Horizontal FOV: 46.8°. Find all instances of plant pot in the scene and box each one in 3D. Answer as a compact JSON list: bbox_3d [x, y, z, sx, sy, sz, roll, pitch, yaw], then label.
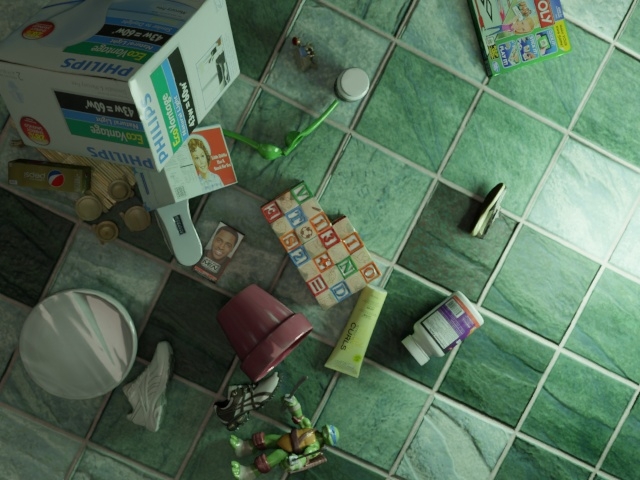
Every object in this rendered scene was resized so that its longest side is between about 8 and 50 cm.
[{"bbox_3d":[-0.147,0.212,1.794,0.201,0.201,0.180,-43,81,1],"label":"plant pot"}]

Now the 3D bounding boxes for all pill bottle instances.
[{"bbox_3d":[0.303,0.224,1.858,0.193,0.108,0.108,-39,97,1],"label":"pill bottle"},{"bbox_3d":[0.075,-0.372,1.766,0.078,0.137,0.078,0,96,-4],"label":"pill bottle"}]

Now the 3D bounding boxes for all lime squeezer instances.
[{"bbox_3d":[-0.095,-0.258,1.818,0.310,0.059,0.110,-14,67,-1],"label":"lime squeezer"}]

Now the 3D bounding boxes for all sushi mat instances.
[{"bbox_3d":[-0.584,-0.224,1.796,0.316,0.019,0.151,43,91,-7],"label":"sushi mat"}]

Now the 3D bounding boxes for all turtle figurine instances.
[{"bbox_3d":[-0.102,0.475,1.812,0.266,0.275,0.198,-22,67,4],"label":"turtle figurine"}]

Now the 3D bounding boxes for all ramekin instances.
[{"bbox_3d":[-0.572,0.239,1.790,0.272,0.127,0.273,0,96,-3],"label":"ramekin"}]

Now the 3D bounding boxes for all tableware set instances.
[{"bbox_3d":[-0.505,-0.069,1.802,0.168,0.020,0.141,-26,114,-4],"label":"tableware set"}]

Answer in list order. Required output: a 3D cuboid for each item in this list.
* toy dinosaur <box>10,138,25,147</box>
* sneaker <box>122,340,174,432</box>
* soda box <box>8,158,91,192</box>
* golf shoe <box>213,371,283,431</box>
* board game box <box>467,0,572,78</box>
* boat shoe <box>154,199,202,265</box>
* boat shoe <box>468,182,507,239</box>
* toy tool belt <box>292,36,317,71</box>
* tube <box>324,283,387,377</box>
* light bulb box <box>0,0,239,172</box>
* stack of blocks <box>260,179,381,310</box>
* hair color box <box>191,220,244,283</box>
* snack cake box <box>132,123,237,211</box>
[{"bbox_3d":[-0.646,-0.264,1.760,0.183,0.053,0.093,-6,110,3],"label":"toy dinosaur"},{"bbox_3d":[-0.431,0.357,1.833,0.115,0.090,0.232,13,94,-2],"label":"sneaker"},{"bbox_3d":[-0.644,-0.154,1.762,0.181,0.061,0.058,7,105,2],"label":"soda box"},{"bbox_3d":[-0.183,0.387,1.858,0.198,0.077,0.094,-43,97,0],"label":"golf shoe"},{"bbox_3d":[0.475,-0.586,1.818,0.213,0.046,0.318,-18,97,-1],"label":"board game box"},{"bbox_3d":[-0.357,-0.069,1.794,0.096,0.088,0.268,-25,104,-25],"label":"boat shoe"},{"bbox_3d":[0.430,-0.073,1.867,0.049,0.056,0.152,28,103,-11],"label":"boat shoe"},{"bbox_3d":[-0.037,-0.456,1.799,0.051,0.052,0.083,-21,102,-33],"label":"toy tool belt"},{"bbox_3d":[0.098,0.228,1.872,0.070,0.062,0.240,29,101,34],"label":"tube"},{"bbox_3d":[-0.417,-0.364,1.547,0.357,0.361,0.225,13,139,20],"label":"light bulb box"},{"bbox_3d":[0.000,0.000,1.824,0.171,0.087,0.297,-32,97,0],"label":"stack of blocks"},{"bbox_3d":[-0.253,0.029,1.832,0.072,0.043,0.141,30,92,-5],"label":"hair color box"},{"bbox_3d":[-0.310,-0.172,1.695,0.089,0.264,0.152,-14,97,28],"label":"snack cake box"}]
